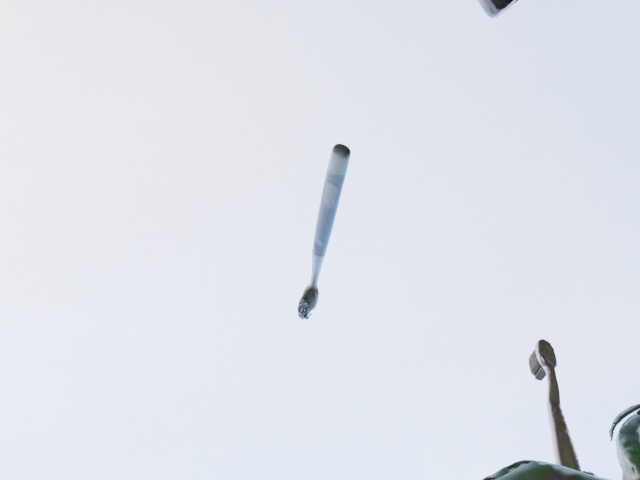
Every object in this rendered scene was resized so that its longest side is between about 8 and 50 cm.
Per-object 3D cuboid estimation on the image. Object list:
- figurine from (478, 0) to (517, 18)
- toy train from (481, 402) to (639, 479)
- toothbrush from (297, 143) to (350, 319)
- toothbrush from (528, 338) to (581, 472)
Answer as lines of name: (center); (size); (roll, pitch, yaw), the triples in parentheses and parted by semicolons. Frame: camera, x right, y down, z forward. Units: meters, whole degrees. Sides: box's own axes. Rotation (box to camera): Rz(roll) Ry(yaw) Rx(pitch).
figurine: (0.169, -0.298, 0.978); (0.145, 0.145, 0.222); (32, -150, 2)
toy train: (0.184, 0.176, 0.410); (0.249, 0.307, 0.173); (-19, -74, -35)
toothbrush: (0.000, 0.000, 1.057); (0.019, 0.275, 0.025); (26, -126, 10)
toothbrush: (0.241, 0.188, 1.068); (0.025, 0.029, 0.307); (27, -156, -7)
